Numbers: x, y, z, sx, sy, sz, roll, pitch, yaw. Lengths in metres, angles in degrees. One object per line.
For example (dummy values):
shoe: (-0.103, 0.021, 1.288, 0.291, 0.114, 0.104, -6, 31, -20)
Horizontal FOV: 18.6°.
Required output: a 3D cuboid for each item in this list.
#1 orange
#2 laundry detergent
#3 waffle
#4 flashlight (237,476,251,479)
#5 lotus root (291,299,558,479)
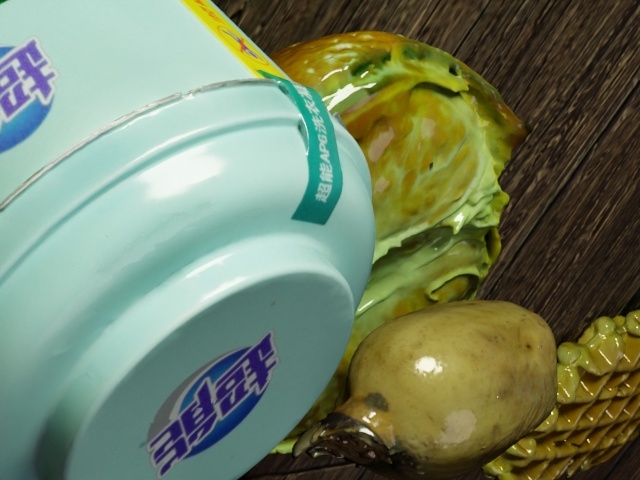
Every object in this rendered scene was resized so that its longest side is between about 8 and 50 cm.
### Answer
orange: (-0.008, -0.004, 1.344, 0.262, 0.196, 0.334, -51, 160, -18)
laundry detergent: (-0.144, -0.018, 1.018, 0.287, 0.305, 0.287, -32, 150, -21)
waffle: (0.299, 0.181, 2.154, 0.309, 0.065, 0.283, -34, 150, -16)
flashlight: (-0.108, 0.318, 1.777, 0.093, 0.093, 0.232, 1, 126, -54)
lotus root: (0.075, 0.106, 1.323, 0.221, 0.118, 0.125, -19, 124, -43)
